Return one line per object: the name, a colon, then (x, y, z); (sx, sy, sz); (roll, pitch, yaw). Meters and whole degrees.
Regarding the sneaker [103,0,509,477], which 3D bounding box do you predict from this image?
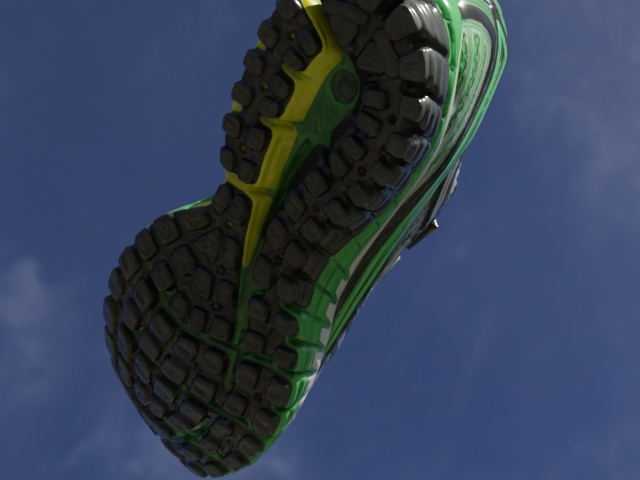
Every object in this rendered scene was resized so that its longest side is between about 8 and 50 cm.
sneaker: (0.000, 0.000, 1.002); (0.146, 0.134, 0.343); (-18, -31, -51)
